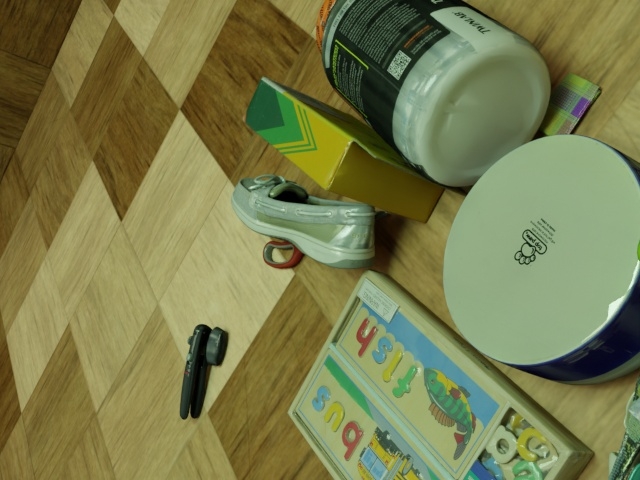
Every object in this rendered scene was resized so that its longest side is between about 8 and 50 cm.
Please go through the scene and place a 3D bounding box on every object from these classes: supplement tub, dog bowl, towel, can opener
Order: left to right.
[{"bbox_3d":[-0.234,0.248,1.371,0.073,0.059,0.186,16,90,50],"label":"can opener"},{"bbox_3d":[0.133,-0.237,0.991,0.207,0.207,0.338,-57,41,19],"label":"supplement tub"},{"bbox_3d":[0.266,0.021,0.808,0.265,0.104,0.265,-30,49,43],"label":"dog bowl"},{"bbox_3d":[0.310,-0.167,0.918,0.083,0.009,0.060,-59,41,16],"label":"towel"}]

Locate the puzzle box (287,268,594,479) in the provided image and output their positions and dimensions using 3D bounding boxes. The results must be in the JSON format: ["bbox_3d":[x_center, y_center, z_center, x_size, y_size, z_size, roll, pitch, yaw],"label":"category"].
[{"bbox_3d":[0.123,0.251,0.959,0.409,0.052,0.272,42,110,48],"label":"puzzle box"}]

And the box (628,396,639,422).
[{"bbox_3d":[0.395,0.185,0.556,0.142,0.163,0.247,-50,43,6],"label":"box"}]

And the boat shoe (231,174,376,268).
[{"bbox_3d":[-0.030,-0.051,1.146,0.320,0.118,0.103,29,116,48],"label":"boat shoe"}]

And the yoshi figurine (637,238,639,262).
[{"bbox_3d":[0.455,-0.059,0.627,0.362,0.203,0.203,-40,89,16],"label":"yoshi figurine"}]

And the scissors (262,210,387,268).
[{"bbox_3d":[0.000,0.000,1.219,0.297,0.021,0.109,3,77,49],"label":"scissors"}]

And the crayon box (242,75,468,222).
[{"bbox_3d":[0.043,-0.126,1.064,0.318,0.202,0.081,43,111,48],"label":"crayon box"}]

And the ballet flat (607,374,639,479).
[{"bbox_3d":[0.328,0.212,0.735,0.070,0.070,0.188,22,93,51],"label":"ballet flat"}]
